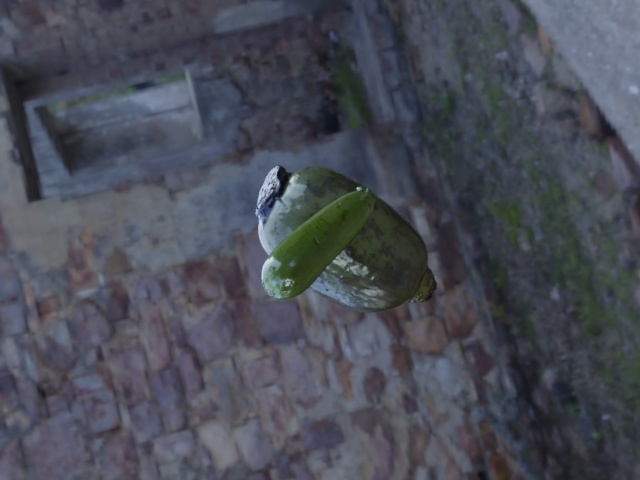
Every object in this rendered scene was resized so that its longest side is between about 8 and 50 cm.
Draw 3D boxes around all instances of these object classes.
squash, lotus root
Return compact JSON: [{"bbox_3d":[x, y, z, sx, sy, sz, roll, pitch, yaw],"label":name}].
[{"bbox_3d":[0.000,0.000,1.418,0.066,0.201,0.066,36,154,21],"label":"squash"},{"bbox_3d":[0.048,0.005,1.620,0.173,0.309,0.173,-50,20,26],"label":"lotus root"}]
